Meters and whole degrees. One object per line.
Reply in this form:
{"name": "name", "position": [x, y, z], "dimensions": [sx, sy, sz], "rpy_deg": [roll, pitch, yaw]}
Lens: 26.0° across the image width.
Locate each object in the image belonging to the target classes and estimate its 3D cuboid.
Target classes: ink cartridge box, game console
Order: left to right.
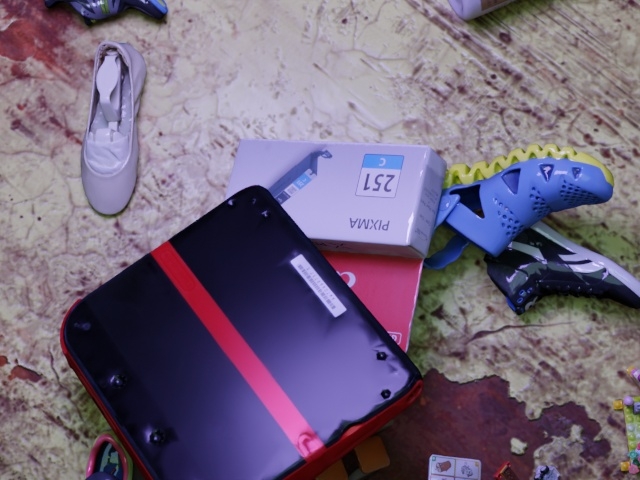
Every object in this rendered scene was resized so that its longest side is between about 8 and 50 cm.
{"name": "game console", "position": [-0.112, 0.145, 1.719], "dimensions": [0.342, 0.060, 0.386], "rpy_deg": [-34, 60, -11]}
{"name": "ink cartridge box", "position": [0.000, 0.000, 1.821], "dimensions": [0.296, 0.066, 0.261], "rpy_deg": [4, 74, 31]}

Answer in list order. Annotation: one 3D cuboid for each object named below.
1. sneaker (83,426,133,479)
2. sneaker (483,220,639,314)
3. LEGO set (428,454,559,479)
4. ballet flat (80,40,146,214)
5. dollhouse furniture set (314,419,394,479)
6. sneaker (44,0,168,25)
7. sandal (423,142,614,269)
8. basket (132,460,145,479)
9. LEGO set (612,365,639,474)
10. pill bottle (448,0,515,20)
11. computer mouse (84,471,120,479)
{"name": "sneaker", "position": [-0.276, 0.343, 1.796], "dimensions": [0.081, 0.094, 0.208], "rpy_deg": [-6, 77, 0]}
{"name": "sneaker", "position": [0.319, 0.063, 1.847], "dimensions": [0.217, 0.079, 0.121], "rpy_deg": [31, 83, 18]}
{"name": "LEGO set", "position": [0.224, 0.369, 1.741], "dimensions": [0.244, 0.060, 0.182], "rpy_deg": [9, 77, -27]}
{"name": "ballet flat", "position": [-0.295, -0.163, 1.930], "dimensions": [0.086, 0.086, 0.248], "rpy_deg": [2, 76, 4]}
{"name": "dollhouse furniture set", "position": [0.045, 0.368, 1.689], "dimensions": [0.259, 0.135, 0.262], "rpy_deg": [-11, 76, -40]}
{"name": "sneaker", "position": [-0.310, -0.344, 1.993], "dimensions": [0.188, 0.067, 0.078], "rpy_deg": [12, 98, 4]}
{"name": "sandal", "position": [0.231, -0.038, 1.803], "dimensions": [0.317, 0.126, 0.138], "rpy_deg": [-10, 62, 33]}
{"name": "basket", "position": [-0.160, 0.363, 1.760], "dimensions": [0.204, 0.154, 0.227], "rpy_deg": [8, 80, 9]}
{"name": "LEGO set", "position": [0.443, 0.212, 1.776], "dimensions": [0.132, 0.107, 0.287], "rpy_deg": [29, 83, 15]}
{"name": "pill bottle", "position": [0.281, -0.408, 1.933], "dimensions": [0.229, 0.131, 0.131], "rpy_deg": [-23, 76, -3]}
{"name": "computer mouse", "position": [-0.298, 0.403, 1.756], "dimensions": [0.071, 0.041, 0.242], "rpy_deg": [18, 107, 14]}
